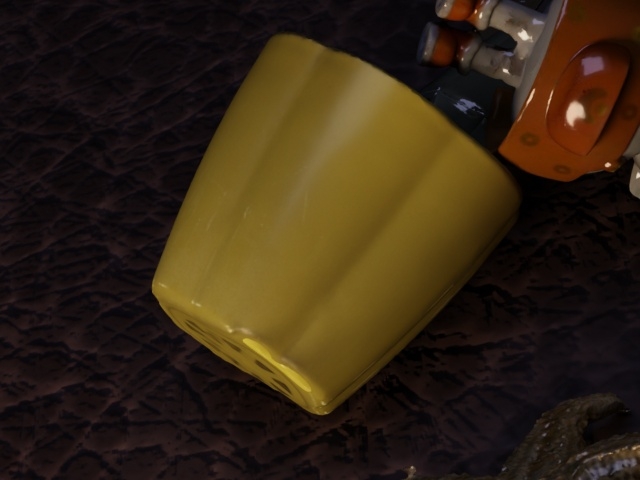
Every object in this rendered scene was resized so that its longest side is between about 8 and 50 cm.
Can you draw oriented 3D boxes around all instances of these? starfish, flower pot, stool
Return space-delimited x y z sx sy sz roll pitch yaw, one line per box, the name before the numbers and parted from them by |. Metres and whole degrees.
starfish | 0.111 0.143 0.919 0.236 0.062 0.277 -14 16 45
flower pot | 0.000 0.000 1.098 0.195 0.195 0.179 26 77 40
stool | 0.118 -0.083 1.168 0.096 0.096 0.110 26 60 40

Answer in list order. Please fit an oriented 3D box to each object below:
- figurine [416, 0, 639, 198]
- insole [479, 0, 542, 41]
figurine | 0.191 -0.091 1.068 0.271 0.143 0.143 11 42 -21
insole | 0.125 -0.142 1.281 0.045 0.002 0.135 14 58 34
